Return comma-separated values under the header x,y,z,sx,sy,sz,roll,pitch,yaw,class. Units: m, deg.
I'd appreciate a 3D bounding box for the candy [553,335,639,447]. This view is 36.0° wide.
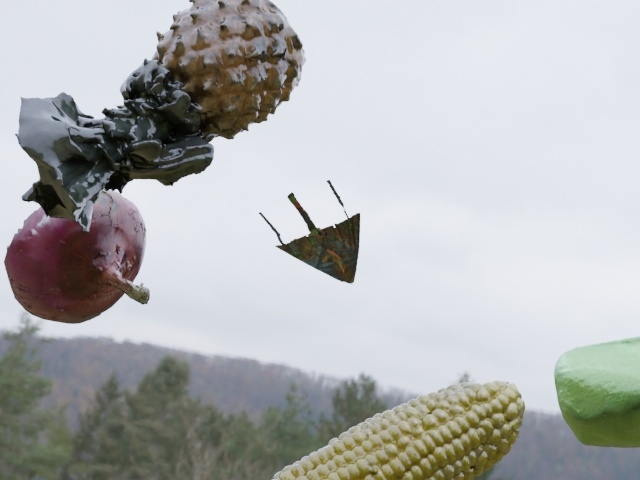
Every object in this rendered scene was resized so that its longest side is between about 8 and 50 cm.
x,y,z,sx,sy,sz,roll,pitch,yaw,class
0.469,0.182,1.237,0.343,0.132,0.142,-15,-35,36,candy

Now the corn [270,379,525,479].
x,y,z,sx,sy,sz,roll,pitch,yaw,class
0.075,0.260,1.107,0.346,0.130,0.130,-26,-8,-14,corn

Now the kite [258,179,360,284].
x,y,z,sx,sy,sz,roll,pitch,yaw,class
0.000,0.000,1.376,0.182,0.010,0.160,-22,-73,46,kite

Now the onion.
x,y,z,sx,sy,sz,roll,pitch,yaw,class
-0.219,0.031,0.961,0.140,0.150,0.150,40,-1,29,onion

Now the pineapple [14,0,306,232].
x,y,z,sx,sy,sz,roll,pitch,yaw,class
-0.125,-0.098,0.750,0.119,0.237,0.111,23,-35,44,pineapple
